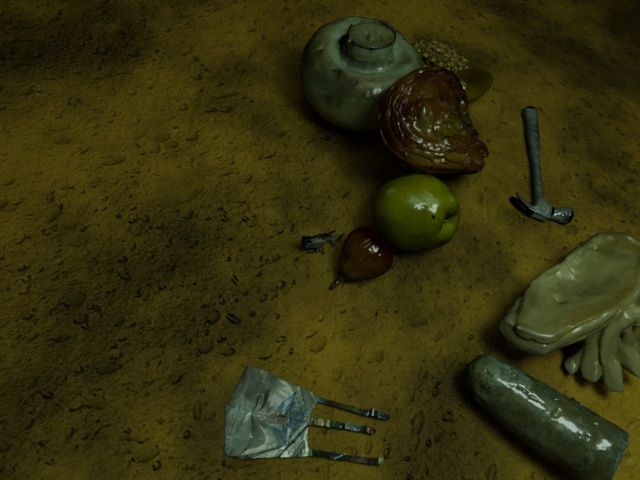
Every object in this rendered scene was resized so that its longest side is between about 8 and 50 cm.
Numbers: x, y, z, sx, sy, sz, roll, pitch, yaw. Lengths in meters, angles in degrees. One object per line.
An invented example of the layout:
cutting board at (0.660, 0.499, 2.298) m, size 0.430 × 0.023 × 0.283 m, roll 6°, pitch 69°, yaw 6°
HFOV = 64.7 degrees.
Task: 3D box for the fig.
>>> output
fig at (0.095, 0.051, 1.130) m, size 0.119 × 0.153 × 0.119 m, roll 22°, pitch 15°, yaw -6°

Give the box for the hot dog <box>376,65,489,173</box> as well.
hot dog at (0.293, -0.273, 1.228) m, size 0.387 × 0.174 × 0.267 m, roll -13°, pitch 83°, yaw -54°

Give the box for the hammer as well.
hammer at (0.607, -0.226, 1.410) m, size 0.152 × 0.044 × 0.427 m, roll 14°, pitch 55°, yaw 1°

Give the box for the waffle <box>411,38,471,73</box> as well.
waffle at (0.387, -0.571, 1.598) m, size 0.160 × 0.046 × 0.192 m, roll -11°, pitch 61°, yaw -19°

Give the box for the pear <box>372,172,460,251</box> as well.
pear at (0.215, -0.060, 1.151) m, size 0.198 × 0.198 × 0.198 m, roll 4°, pitch 56°, yaw -6°

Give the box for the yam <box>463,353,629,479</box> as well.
yam at (0.426, 0.334, 0.960) m, size 0.330 × 0.133 × 0.133 m, roll 35°, pitch 59°, yaw 16°

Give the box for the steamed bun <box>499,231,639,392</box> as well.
steamed bun at (0.597, 0.162, 1.090) m, size 0.428 × 0.189 × 0.247 m, roll -34°, pitch 38°, yaw -27°

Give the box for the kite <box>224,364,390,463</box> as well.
kite at (-0.028, 0.353, 0.947) m, size 0.309 × 0.015 × 0.169 m, roll 15°, pitch 56°, yaw 4°

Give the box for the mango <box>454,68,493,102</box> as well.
mango at (0.454, -0.470, 1.522) m, size 0.161 × 0.076 × 0.103 m, roll -25°, pitch 71°, yaw -27°

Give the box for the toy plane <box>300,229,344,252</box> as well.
toy plane at (0.000, 0.000, 1.163) m, size 0.120 × 0.049 × 0.031 m, roll -6°, pitch 57°, yaw -33°

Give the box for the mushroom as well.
mushroom at (0.112, -0.453, 1.351) m, size 0.352 × 0.260 × 0.352 m, roll 1°, pitch 57°, yaw -2°
